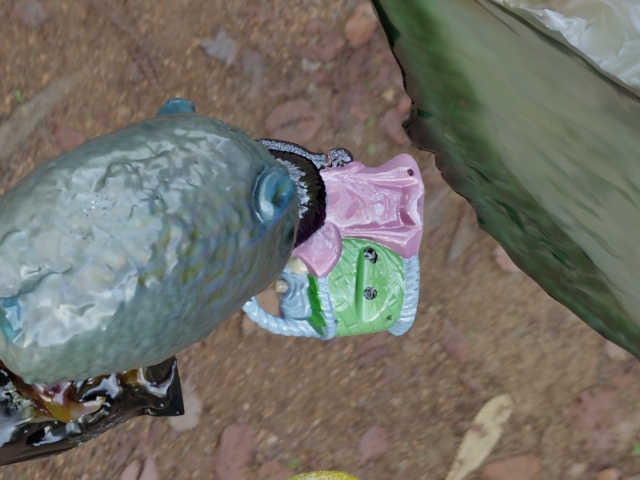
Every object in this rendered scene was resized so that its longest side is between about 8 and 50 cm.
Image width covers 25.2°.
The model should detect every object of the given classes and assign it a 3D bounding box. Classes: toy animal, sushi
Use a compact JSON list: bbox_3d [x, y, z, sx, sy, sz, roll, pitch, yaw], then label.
[{"bbox_3d":[-0.071,0.001,0.383,0.070,0.253,0.079,25,101,18],"label":"toy animal"},{"bbox_3d":[-0.273,0.100,1.588,0.227,0.212,0.215,-13,71,-20],"label":"sushi"}]

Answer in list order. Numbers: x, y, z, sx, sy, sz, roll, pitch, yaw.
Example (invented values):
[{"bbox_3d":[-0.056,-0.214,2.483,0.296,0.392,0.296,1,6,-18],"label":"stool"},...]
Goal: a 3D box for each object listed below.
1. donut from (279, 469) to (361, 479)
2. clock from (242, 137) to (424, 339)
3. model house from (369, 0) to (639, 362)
[{"bbox_3d":[-0.005,0.315,1.596,0.162,0.178,0.065,-1,54,-3],"label":"donut"},{"bbox_3d":[0.000,0.000,1.403,0.196,0.100,0.194,7,84,-24],"label":"clock"},{"bbox_3d":[0.204,-0.071,0.466,0.284,0.298,0.243,-45,62,-4],"label":"model house"}]
